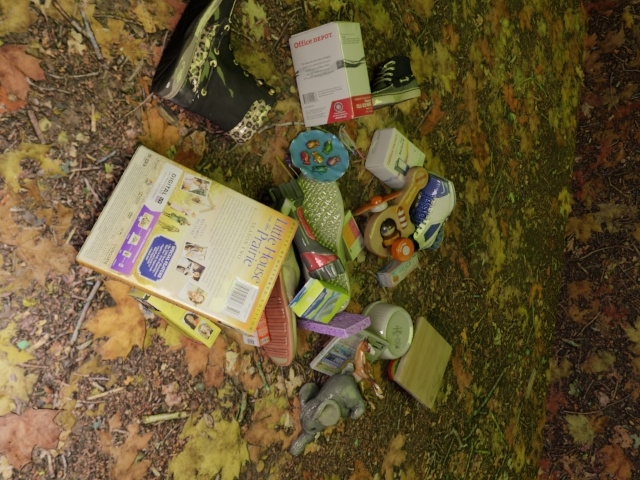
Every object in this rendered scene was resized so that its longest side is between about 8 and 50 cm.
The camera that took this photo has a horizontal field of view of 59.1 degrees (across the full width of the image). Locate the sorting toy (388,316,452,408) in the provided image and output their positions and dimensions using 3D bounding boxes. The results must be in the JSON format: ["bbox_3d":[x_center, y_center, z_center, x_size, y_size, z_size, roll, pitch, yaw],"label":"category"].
[{"bbox_3d":[0.363,0.453,2.115,0.255,0.089,0.257,45,60,-36],"label":"sorting toy"}]

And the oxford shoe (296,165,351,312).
[{"bbox_3d":[0.000,0.000,1.722,0.169,0.130,0.449,-9,89,-2],"label":"oxford shoe"}]

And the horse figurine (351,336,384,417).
[{"bbox_3d":[0.129,0.446,1.783,0.066,0.174,0.263,-14,145,-28],"label":"horse figurine"}]

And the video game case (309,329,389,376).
[{"bbox_3d":[0.097,0.364,1.812,0.193,0.023,0.212,-49,132,10],"label":"video game case"}]

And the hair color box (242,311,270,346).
[{"bbox_3d":[-0.188,0.216,1.557,0.043,0.072,0.141,-18,104,-44],"label":"hair color box"}]

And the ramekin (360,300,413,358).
[{"bbox_3d":[0.233,0.316,1.966,0.207,0.109,0.207,0,91,-46],"label":"ramekin"}]

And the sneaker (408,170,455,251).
[{"bbox_3d":[0.376,-0.078,2.059,0.182,0.127,0.315,-21,129,-38],"label":"sneaker"}]

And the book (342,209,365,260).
[{"bbox_3d":[0.097,-0.017,1.879,0.096,0.035,0.144,-49,123,-38],"label":"book"}]

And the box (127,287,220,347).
[{"bbox_3d":[-0.354,0.175,1.377,0.232,0.087,0.058,48,60,-36],"label":"box"}]

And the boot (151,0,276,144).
[{"bbox_3d":[-0.235,-0.462,1.456,0.284,0.138,0.377,34,70,-39],"label":"boot"}]

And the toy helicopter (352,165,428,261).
[{"bbox_3d":[0.256,-0.115,1.934,0.235,0.140,0.355,39,75,-31],"label":"toy helicopter"}]

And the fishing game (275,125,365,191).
[{"bbox_3d":[0.001,-0.262,1.696,0.264,0.041,0.189,-26,75,-25],"label":"fishing game"}]

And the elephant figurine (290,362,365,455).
[{"bbox_3d":[0.006,0.513,1.714,0.239,0.169,0.186,-16,73,-29],"label":"elephant figurine"}]

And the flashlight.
[{"bbox_3d":[-0.036,-0.026,1.602,0.304,0.103,0.103,66,16,0],"label":"flashlight"}]

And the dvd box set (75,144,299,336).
[{"bbox_3d":[-0.292,0.002,1.312,0.420,0.062,0.308,25,69,-12],"label":"dvd box set"}]

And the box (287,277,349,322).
[{"bbox_3d":[-0.001,0.168,1.564,0.109,0.042,0.178,-51,148,9],"label":"box"}]

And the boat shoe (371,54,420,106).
[{"bbox_3d":[0.223,-0.547,1.956,0.340,0.127,0.158,-28,104,-51],"label":"boat shoe"}]

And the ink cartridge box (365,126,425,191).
[{"bbox_3d":[0.268,-0.282,2.011,0.212,0.093,0.154,30,70,-40],"label":"ink cartridge box"}]

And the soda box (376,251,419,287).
[{"bbox_3d":[0.284,0.103,2.049,0.183,0.063,0.058,-32,112,-42],"label":"soda box"}]

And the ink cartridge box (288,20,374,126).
[{"bbox_3d":[0.032,-0.494,1.690,0.114,0.197,0.273,-24,108,-45],"label":"ink cartridge box"}]

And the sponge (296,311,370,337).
[{"bbox_3d":[0.035,0.243,1.689,0.117,0.210,0.031,-19,106,-43],"label":"sponge"}]

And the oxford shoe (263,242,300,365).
[{"bbox_3d":[-0.103,0.154,1.601,0.146,0.140,0.397,-15,102,-50],"label":"oxford shoe"}]

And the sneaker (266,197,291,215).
[{"bbox_3d":[-0.209,-0.048,1.453,0.268,0.101,0.153,-42,106,2],"label":"sneaker"}]

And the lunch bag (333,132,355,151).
[{"bbox_3d":[0.065,-0.305,1.815,0.083,0.071,0.053,24,71,-45],"label":"lunch bag"}]
